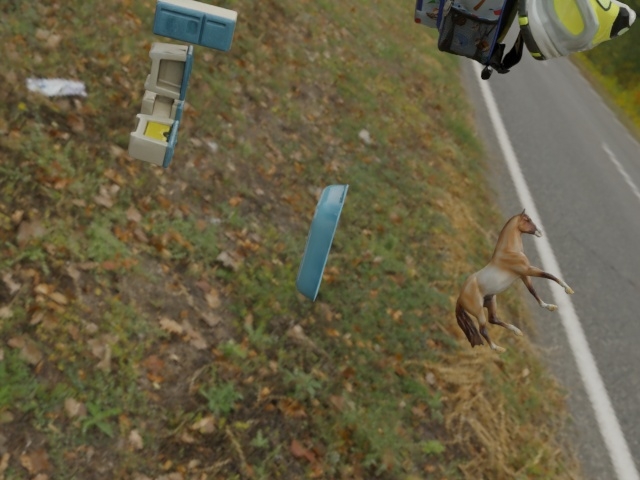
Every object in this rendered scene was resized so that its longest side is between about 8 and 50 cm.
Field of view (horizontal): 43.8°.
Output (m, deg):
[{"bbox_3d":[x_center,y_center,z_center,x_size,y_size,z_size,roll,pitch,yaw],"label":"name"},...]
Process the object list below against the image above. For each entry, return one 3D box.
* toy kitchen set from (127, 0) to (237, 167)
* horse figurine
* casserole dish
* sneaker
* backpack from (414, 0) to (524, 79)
[{"bbox_3d":[-0.211,-0.238,1.217,0.122,0.207,0.166,11,36,-9],"label":"toy kitchen set"},{"bbox_3d":[0.335,0.092,1.467,0.174,0.263,0.066,49,26,14],"label":"horse figurine"},{"bbox_3d":[0.000,0.000,1.149,0.037,0.188,0.114,17,31,1],"label":"casserole dish"},{"bbox_3d":[0.359,-0.442,1.096,0.145,0.147,0.384,1,88,-61],"label":"sneaker"},{"bbox_3d":[0.284,-0.469,1.353,0.213,0.263,0.276,19,62,2],"label":"backpack"}]
